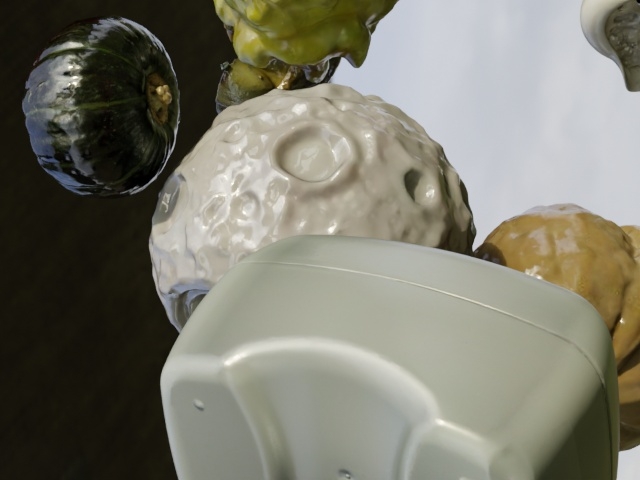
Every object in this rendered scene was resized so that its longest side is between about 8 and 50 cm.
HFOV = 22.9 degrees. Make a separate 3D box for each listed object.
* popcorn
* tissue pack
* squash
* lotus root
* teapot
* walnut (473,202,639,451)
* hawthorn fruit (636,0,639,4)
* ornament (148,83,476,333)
[{"bbox_3d":[-0.006,-0.290,1.673,0.256,0.195,0.255,-16,-44,-56],"label":"popcorn"},{"bbox_3d":[0.066,0.123,1.218,0.236,0.333,0.229,-48,-39,-43],"label":"tissue pack"},{"bbox_3d":[-0.220,-0.136,1.598,0.193,0.156,0.193,-38,-45,-51],"label":"squash"},{"bbox_3d":[-0.040,-0.219,2.079,0.204,0.078,0.183,-26,-34,-37],"label":"lotus root"},{"bbox_3d":[0.391,-0.289,1.939,0.226,0.145,0.092,75,-169,-49],"label":"teapot"},{"bbox_3d":[0.282,0.100,1.775,0.296,0.285,0.285,43,-130,-21],"label":"walnut"},{"bbox_3d":[0.276,-0.211,0.853,0.189,0.251,0.189,25,-122,-47],"label":"hawthorn fruit"},{"bbox_3d":[0.000,0.000,1.633,0.337,0.337,0.337,8,-90,-67],"label":"ornament"}]
